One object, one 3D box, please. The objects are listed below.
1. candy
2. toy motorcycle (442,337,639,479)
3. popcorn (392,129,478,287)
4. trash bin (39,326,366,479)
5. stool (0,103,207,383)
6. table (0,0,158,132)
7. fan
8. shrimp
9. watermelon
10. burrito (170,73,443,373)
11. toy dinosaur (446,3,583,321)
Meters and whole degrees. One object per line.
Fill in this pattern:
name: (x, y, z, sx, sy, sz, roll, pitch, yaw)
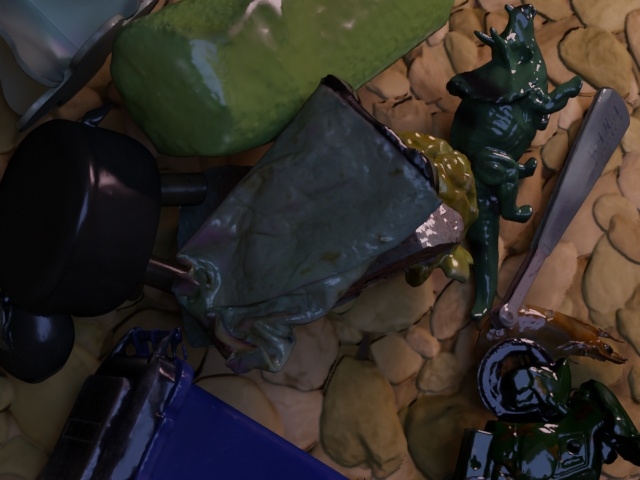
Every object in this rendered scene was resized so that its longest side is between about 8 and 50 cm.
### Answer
candy: (-0.021, -0.183, 1.370, 0.343, 0.132, 0.142, -35, 125, -40)
toy motorcycle: (0.208, 0.237, 1.472, 0.187, 0.125, 0.274, 16, 83, -8)
popcorn: (0.078, -0.029, 1.436, 0.141, 0.135, 0.162, -19, 82, -38)
trash bin: (-0.095, 0.195, 1.341, 0.234, 0.162, 0.184, 30, 76, -22)
stool: (-0.196, 0.004, 1.335, 0.139, 0.153, 0.228, 14, 123, -36)
table: (-0.259, -0.215, 1.318, 0.198, 0.166, 0.166, 44, 72, -4)
fan: (0.226, -0.033, 1.530, 0.057, 0.023, 0.282, 51, 59, -33)
shrimp: (0.220, 0.116, 1.525, 0.162, 0.045, 0.095, 16, 80, -21)
watermelon: (0.000, 0.000, 1.365, 0.094, 0.241, 0.154, 0, 81, -66)
burrito: (-0.016, -0.006, 1.286, 0.229, 0.089, 0.144, -47, 73, 6)
toy dinosaur: (0.180, -0.076, 1.513, 0.120, 0.079, 0.292, -6, 100, -16)
